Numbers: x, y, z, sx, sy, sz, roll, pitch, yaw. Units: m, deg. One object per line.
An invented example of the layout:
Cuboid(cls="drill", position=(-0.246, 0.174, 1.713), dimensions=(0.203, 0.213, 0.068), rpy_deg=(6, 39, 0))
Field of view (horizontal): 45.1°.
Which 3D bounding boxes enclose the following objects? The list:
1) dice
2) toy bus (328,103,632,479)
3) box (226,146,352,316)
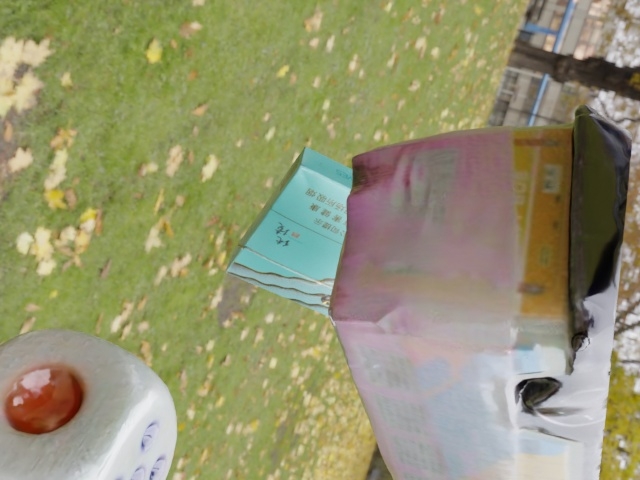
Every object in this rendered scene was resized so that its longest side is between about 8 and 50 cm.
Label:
Cuboid(cls="dice", position=(-0.277, 0.222, 0.829), dimensions=(0.192, 0.193, 0.194), rpy_deg=(93, 18, -46))
Cuboid(cls="toy bus", position=(0.120, 0.095, 0.548), dimensions=(0.386, 0.162, 0.171), rpy_deg=(70, 31, -47))
Cuboid(cls="box", position=(0.000, 0.001, 0.949), dimensions=(0.229, 0.162, 0.041), rpy_deg=(-50, -159, 45))
